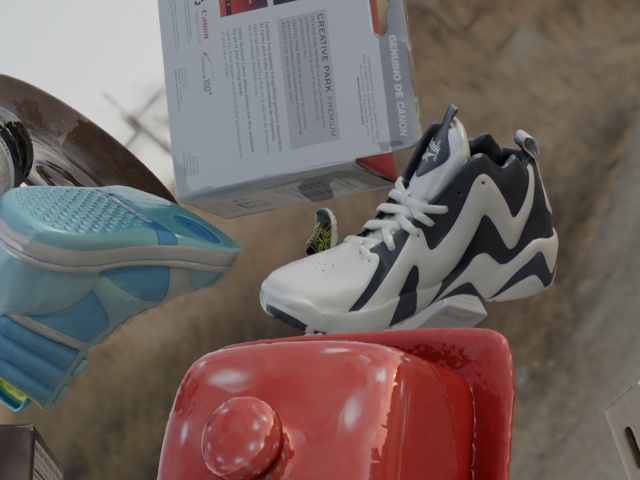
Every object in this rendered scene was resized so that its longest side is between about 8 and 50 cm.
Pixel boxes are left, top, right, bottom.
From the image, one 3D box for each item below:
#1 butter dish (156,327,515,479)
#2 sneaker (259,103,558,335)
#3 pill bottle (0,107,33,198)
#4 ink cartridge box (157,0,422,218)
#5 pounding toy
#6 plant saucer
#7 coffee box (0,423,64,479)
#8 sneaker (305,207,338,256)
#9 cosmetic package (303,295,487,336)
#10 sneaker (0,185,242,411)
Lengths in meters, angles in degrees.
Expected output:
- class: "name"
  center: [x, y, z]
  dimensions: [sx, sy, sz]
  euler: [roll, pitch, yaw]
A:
- class: "butter dish"
  center: [-0.011, 0.099, 0.724]
  dimensions: [0.118, 0.160, 0.160]
  euler: [44, -133, -56]
- class: "sneaker"
  center: [0.066, -0.023, 1.283]
  dimensions: [0.094, 0.235, 0.153]
  euler: [-121, 25, -63]
- class: "pill bottle"
  center: [-0.357, -0.060, 1.647]
  dimensions: [0.123, 0.123, 0.219]
  euler: [-49, 0, 22]
- class: "ink cartridge box"
  center: [-0.018, -0.202, 1.794]
  dimensions: [0.271, 0.309, 0.130]
  euler: [-10, -12, 21]
- class: "pounding toy"
  center: [0.353, 0.219, 1.744]
  dimensions: [0.130, 0.141, 0.100]
  euler: [-4, -27, -25]
- class: "plant saucer"
  center: [-0.298, -0.083, 2.096]
  dimensions: [0.050, 0.310, 0.310]
  euler: [-56, 0, -18]
- class: "coffee box"
  center: [-0.294, 0.298, 1.325]
  dimensions: [0.119, 0.168, 0.297]
  euler: [80, -172, -66]
- class: "sneaker"
  center: [0.000, 0.000, 1.890]
  dimensions: [0.031, 0.035, 0.083]
  euler: [115, 152, -54]
- class: "cosmetic package"
  center: [0.065, 0.116, 1.991]
  dimensions: [0.231, 0.085, 0.117]
  euler: [-38, -25, 19]
- class: "sneaker"
  center: [-0.218, 0.061, 1.645]
  dimensions: [0.319, 0.127, 0.208]
  euler: [5, -65, -55]
